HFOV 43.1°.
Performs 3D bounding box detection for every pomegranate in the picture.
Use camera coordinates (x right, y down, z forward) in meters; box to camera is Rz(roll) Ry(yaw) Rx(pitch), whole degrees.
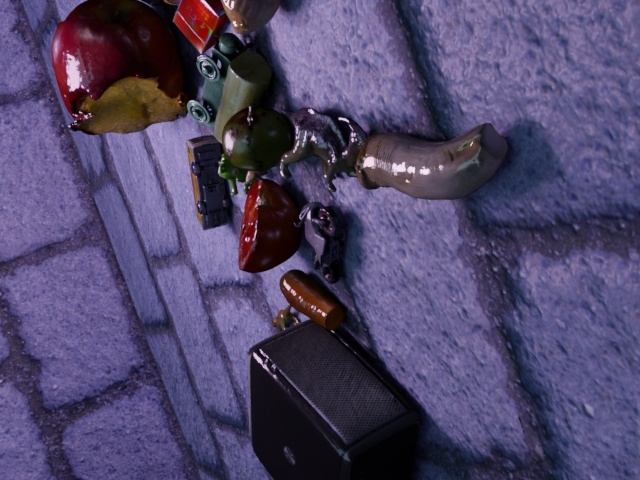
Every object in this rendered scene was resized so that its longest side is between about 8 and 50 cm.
[{"bbox_3d":[-0.145,-0.221,1.824,0.220,0.156,0.156,136,110,-78],"label":"pomegranate"}]

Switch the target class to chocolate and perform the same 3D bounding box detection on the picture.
[{"bbox_3d":[-0.139,-0.559,1.587,0.134,0.134,0.309,39,137,44],"label":"chocolate"}]

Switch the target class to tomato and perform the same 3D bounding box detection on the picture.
[{"bbox_3d":[-0.115,-0.025,1.920,0.200,0.139,0.233,121,157,-49],"label":"tomato"}]

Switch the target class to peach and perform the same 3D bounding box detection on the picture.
[{"bbox_3d":[-0.534,-0.442,2.181,0.417,0.339,0.353,93,165,-44],"label":"peach"}]

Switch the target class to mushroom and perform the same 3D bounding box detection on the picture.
[{"bbox_3d":[0.177,-0.130,1.364,0.351,0.095,0.123,5,96,58],"label":"mushroom"}]

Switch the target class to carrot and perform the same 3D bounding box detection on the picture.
[{"bbox_3d":[-0.024,0.144,1.937,0.193,0.087,0.087,43,144,37],"label":"carrot"}]

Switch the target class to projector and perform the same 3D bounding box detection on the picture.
[{"bbox_3d":[0.027,0.452,1.900,0.405,0.242,0.395,40,140,40],"label":"projector"}]

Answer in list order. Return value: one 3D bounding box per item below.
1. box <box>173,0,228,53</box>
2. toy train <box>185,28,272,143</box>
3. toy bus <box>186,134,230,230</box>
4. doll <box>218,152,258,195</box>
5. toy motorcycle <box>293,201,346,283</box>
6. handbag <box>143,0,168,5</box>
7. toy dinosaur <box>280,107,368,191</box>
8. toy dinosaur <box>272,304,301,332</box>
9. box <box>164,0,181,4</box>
[{"bbox_3d":[-0.282,-0.532,1.914,0.112,0.048,0.175,48,152,-1],"label":"box"},{"bbox_3d":[-0.200,-0.350,1.889,0.189,0.126,0.307,30,146,2],"label":"toy train"},{"bbox_3d":[-0.312,-0.162,2.235,0.106,0.092,0.268,-131,30,-51],"label":"toy bus"},{"bbox_3d":[-0.196,-0.162,1.965,0.050,0.190,0.115,8,86,23],"label":"doll"},{"bbox_3d":[0.000,0.000,1.793,0.122,0.080,0.215,46,150,36],"label":"toy motorcycle"},{"bbox_3d":[-0.446,-0.732,2.078,0.247,0.080,0.223,37,133,49],"label":"handbag"},{"bbox_3d":[0.009,-0.189,1.648,0.294,0.077,0.162,18,122,39],"label":"toy dinosaur"},{"bbox_3d":[-0.098,0.197,2.160,0.126,0.039,0.162,38,139,47],"label":"toy dinosaur"},{"bbox_3d":[-0.328,-0.599,1.917,0.105,0.105,0.037,-39,65,62],"label":"box"}]
